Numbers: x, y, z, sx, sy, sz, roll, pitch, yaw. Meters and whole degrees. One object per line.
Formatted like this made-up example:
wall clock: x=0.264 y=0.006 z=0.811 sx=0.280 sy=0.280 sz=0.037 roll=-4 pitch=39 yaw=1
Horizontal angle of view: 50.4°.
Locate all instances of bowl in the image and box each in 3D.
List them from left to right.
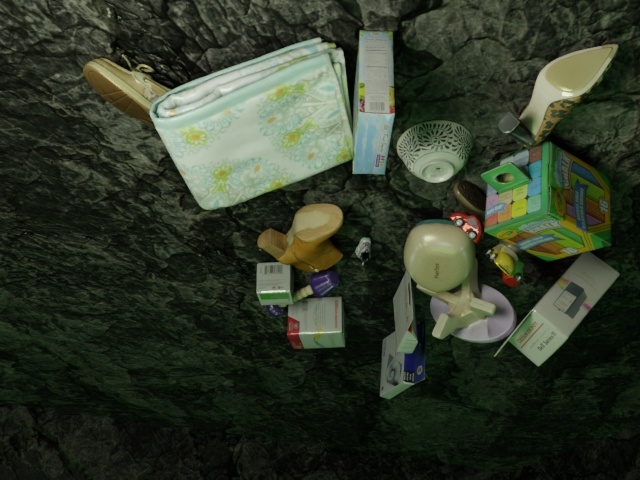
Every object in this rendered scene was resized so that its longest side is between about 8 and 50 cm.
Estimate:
bowl: x=0.255 y=-0.181 z=1.508 sx=0.170 sy=0.080 sz=0.170 roll=1 pitch=147 yaw=1

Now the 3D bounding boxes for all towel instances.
towel: x=-0.113 y=-0.216 z=1.361 sx=0.374 sy=0.090 sz=0.320 roll=-20 pitch=146 yaw=-2

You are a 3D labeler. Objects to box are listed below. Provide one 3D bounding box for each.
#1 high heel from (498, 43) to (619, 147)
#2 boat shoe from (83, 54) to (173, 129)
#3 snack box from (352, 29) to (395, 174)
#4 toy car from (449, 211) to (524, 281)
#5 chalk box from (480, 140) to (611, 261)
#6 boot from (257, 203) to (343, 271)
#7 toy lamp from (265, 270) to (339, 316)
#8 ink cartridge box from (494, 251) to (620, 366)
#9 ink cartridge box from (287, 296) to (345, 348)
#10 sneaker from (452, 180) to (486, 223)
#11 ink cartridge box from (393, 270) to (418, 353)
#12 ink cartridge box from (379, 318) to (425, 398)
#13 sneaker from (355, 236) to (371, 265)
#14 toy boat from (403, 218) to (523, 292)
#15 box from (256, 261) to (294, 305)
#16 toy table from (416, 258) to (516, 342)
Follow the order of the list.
high heel: x=0.490 y=-0.288 z=1.366 sx=0.261 sy=0.093 sz=0.186 roll=-37 pitch=159 yaw=25
boat shoe: x=-0.338 y=-0.287 z=1.369 sx=0.285 sy=0.089 sz=0.104 roll=32 pitch=162 yaw=-36
snack box: x=0.097 y=-0.257 z=1.271 sx=0.070 sy=0.207 sz=0.174 roll=2 pitch=149 yaw=-1
toy car: x=0.435 y=0.029 z=1.646 sx=0.053 sy=0.239 sz=0.225 roll=-47 pitch=132 yaw=11
chalk box: x=0.489 y=-0.091 z=1.523 sx=0.288 sy=0.179 sz=0.180 roll=20 pitch=156 yaw=-29
boot: x=-0.001 y=0.001 z=1.804 sx=0.295 sy=0.104 sz=0.211 roll=-19 pitch=148 yaw=37
toy lamp: x=-0.054 y=0.158 z=2.064 sx=0.274 sy=0.080 sz=0.080 roll=-26 pitch=139 yaw=38
ink cartridge box: x=0.651 y=0.209 z=1.880 sx=0.119 sy=0.353 sz=0.207 roll=41 pitch=153 yaw=18
ink cartridge box: x=-0.009 y=0.266 z=2.181 sx=0.176 sy=0.128 sz=0.127 roll=-3 pitch=148 yaw=8
sneaker: x=0.376 y=-0.082 z=1.676 sx=0.188 sy=0.066 sz=0.071 roll=27 pitch=145 yaw=-33
ink cartridge box: x=0.267 y=0.204 z=2.019 sx=0.066 sy=0.189 sz=0.232 roll=6 pitch=147 yaw=-9
ink cartridge box: x=0.275 y=0.397 z=2.295 sx=0.045 sy=0.223 sz=0.224 roll=20 pitch=143 yaw=-18
sneaker: x=0.118 y=0.043 z=1.879 sx=0.038 sy=0.069 sz=0.098 roll=3 pitch=148 yaw=-2
toy boat: x=0.383 y=0.036 z=1.817 sx=0.318 sy=0.148 sz=0.267 roll=6 pitch=143 yaw=6
box: x=-0.132 y=0.126 z=1.989 sx=0.101 sy=0.102 sz=0.087 roll=-3 pitch=150 yaw=4
toy table: x=0.409 y=0.185 z=1.955 sx=0.274 sy=0.252 sz=0.161 roll=3 pitch=157 yaw=38
